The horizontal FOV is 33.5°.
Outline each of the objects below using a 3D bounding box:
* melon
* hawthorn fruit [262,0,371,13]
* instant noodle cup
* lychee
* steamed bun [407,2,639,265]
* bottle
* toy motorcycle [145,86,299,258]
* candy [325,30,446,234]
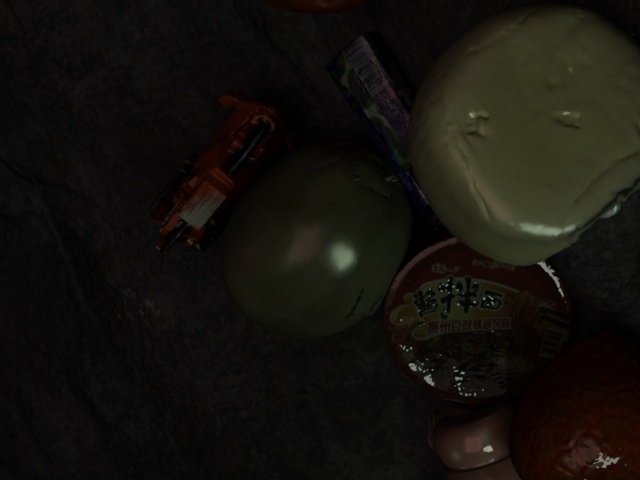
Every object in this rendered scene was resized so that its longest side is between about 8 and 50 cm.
[{"bbox_3d":[0.000,0.000,1.580,0.268,0.268,0.330,48,121,8],"label":"melon"},{"bbox_3d":[-0.015,-0.435,1.464,0.284,0.284,0.284,8,108,26],"label":"hawthorn fruit"},{"bbox_3d":[0.230,0.103,1.571,0.273,0.091,0.274,2,110,5],"label":"instant noodle cup"},{"bbox_3d":[0.385,0.276,1.458,0.255,0.255,0.300,-23,59,31],"label":"lychee"},{"bbox_3d":[0.278,-0.140,1.409,0.333,0.233,0.312,-29,81,-7],"label":"steamed bun"},{"bbox_3d":[0.266,0.390,1.617,0.206,0.173,0.297,-13,100,64],"label":"bottle"},{"bbox_3d":[-0.154,-0.109,1.672,0.147,0.221,0.325,38,131,-10],"label":"toy motorcycle"},{"bbox_3d":[0.124,-0.161,1.590,0.088,0.061,0.312,-33,87,32],"label":"candy"}]
